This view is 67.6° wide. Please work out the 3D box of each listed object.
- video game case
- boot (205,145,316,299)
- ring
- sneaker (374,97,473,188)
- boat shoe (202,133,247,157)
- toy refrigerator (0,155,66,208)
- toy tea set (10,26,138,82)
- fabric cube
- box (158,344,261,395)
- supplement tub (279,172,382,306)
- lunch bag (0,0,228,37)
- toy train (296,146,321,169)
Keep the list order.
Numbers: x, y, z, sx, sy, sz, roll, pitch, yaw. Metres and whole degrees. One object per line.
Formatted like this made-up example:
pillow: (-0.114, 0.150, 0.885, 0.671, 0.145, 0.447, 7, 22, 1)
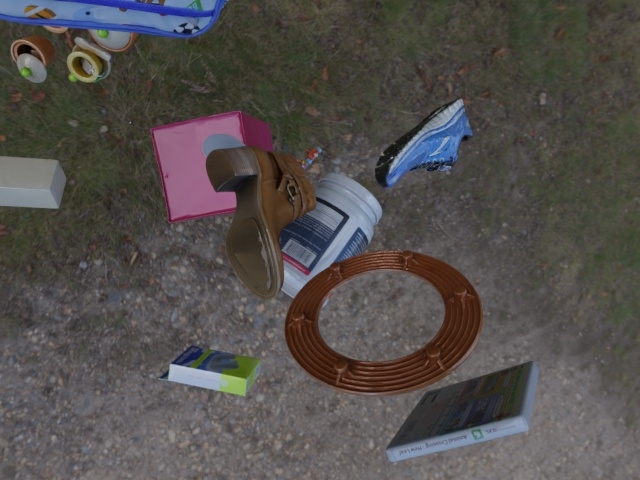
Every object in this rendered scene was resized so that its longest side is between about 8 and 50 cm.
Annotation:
video game case: (0.215, 0.246, 0.700, 0.193, 0.212, 0.023, -28, 82, 27)
boot: (-0.085, -0.044, 0.895, 0.220, 0.109, 0.283, -12, 75, -57)
ring: (0.100, 0.116, 0.815, 0.336, 0.336, 0.032, -25, 126, -14)
sneaker: (0.283, -0.229, 1.240, 0.330, 0.130, 0.147, -39, 101, -17)
boat shoe: (-0.161, -0.176, 1.093, 0.228, 0.076, 0.080, 18, 78, 14)
toy refrigerator: (-0.821, -0.151, 1.236, 0.269, 0.094, 0.102, 2, 59, -11)
toy tea set: (-0.514, -0.421, 0.984, 0.336, 0.124, 0.200, -33, 119, 32)
fabric cube: (-0.275, -0.197, 1.332, 0.254, 0.258, 0.259, -8, 96, 9)
box: (-0.222, 0.261, 0.974, 0.178, 0.109, 0.042, 9, 99, 7)
supplement tub: (0.000, 0.000, 1.099, 0.191, 0.191, 0.272, 43, 74, -25)
lunch bag: (-0.230, -0.337, 0.524, 0.303, 0.243, 0.115, -9, 66, -36)
toy train: (-0.072, -0.223, 1.453, 0.046, 0.125, 0.166, 43, 82, -8)
